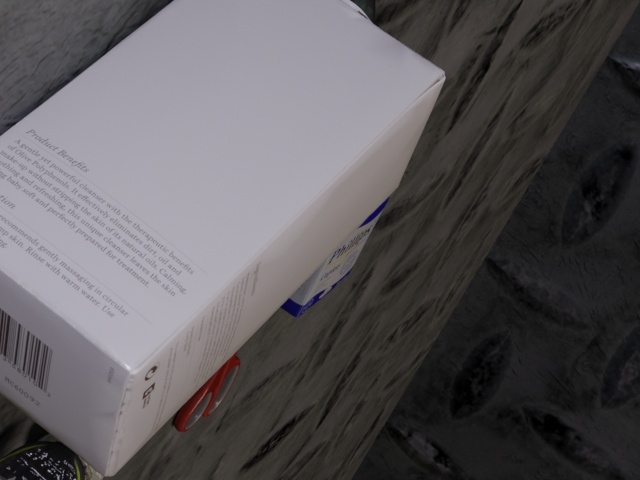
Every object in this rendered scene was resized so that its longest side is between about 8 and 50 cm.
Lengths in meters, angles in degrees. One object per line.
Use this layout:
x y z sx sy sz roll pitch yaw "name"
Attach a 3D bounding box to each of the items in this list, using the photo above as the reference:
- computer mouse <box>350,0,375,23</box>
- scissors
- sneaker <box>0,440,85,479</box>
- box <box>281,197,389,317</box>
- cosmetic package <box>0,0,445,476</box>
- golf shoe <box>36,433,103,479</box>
-0.010 -0.152 1.448 0.188 0.072 0.272 -41 162 -42 "computer mouse"
-0.108 0.122 1.934 0.109 0.021 0.297 -35 156 -48 "scissors"
-0.306 0.297 1.539 0.300 0.111 0.121 -56 -179 25 "sneaker"
0.000 0.000 1.873 0.126 0.072 0.137 -38 159 -52 "box"
-0.097 -0.035 1.171 0.365 0.197 0.155 -43 163 -35 "cosmetic package"
-0.245 0.205 1.601 0.176 0.069 0.086 101 8 -68 "golf shoe"
